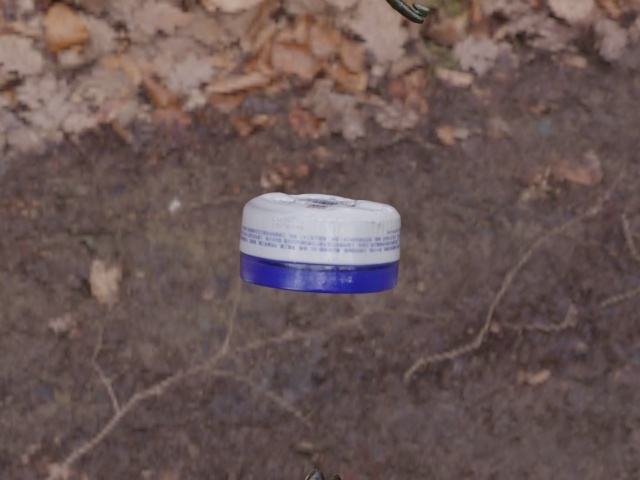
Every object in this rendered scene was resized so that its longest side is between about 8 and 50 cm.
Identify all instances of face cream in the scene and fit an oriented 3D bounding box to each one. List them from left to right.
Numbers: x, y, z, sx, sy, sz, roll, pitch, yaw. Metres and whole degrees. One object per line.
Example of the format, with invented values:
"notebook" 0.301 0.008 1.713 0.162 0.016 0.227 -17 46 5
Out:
"face cream" 0.000 0.000 1.721 0.206 0.111 0.206 4 9 -1

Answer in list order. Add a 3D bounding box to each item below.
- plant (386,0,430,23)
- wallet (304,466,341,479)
"plant" 0.043 -0.452 1.848 0.251 0.333 0.180 29 45 18
"wallet" 0.006 0.312 1.322 0.031 0.198 0.110 13 57 27
